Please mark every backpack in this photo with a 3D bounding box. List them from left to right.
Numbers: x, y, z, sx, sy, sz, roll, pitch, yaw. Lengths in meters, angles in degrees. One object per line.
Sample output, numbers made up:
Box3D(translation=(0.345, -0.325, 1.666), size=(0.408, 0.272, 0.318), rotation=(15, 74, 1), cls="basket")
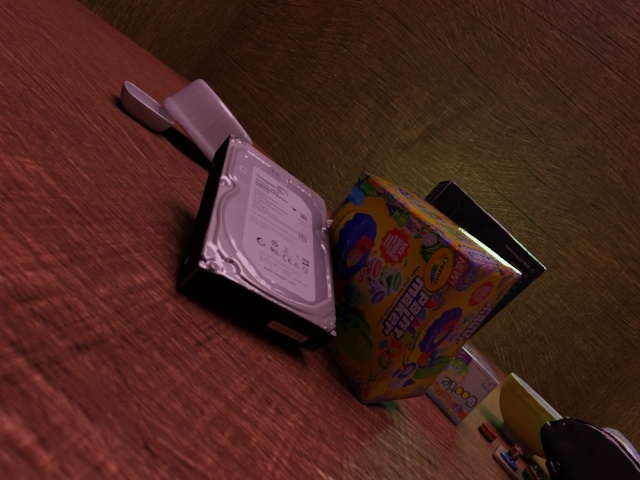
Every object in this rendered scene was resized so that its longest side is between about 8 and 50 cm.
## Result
Box3D(translation=(0.650, 0.577, 0.931), size=(0.290, 0.273, 0.356), rotation=(-108, 178, -45), cls="backpack")

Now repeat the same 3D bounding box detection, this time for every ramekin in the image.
Box3D(translation=(-0.332, -0.349, 1.251), size=(0.277, 0.135, 0.277), rotation=(50, -2, 3), cls="ramekin")

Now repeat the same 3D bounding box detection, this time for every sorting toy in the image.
Box3D(translation=(0.492, 0.555, 0.981), size=(0.274, 0.046, 0.132), rotation=(48, 10, 31), cls="sorting toy")

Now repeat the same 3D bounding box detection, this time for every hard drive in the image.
Box3D(translation=(-0.084, -0.013, 0.676), size=(0.236, 0.064, 0.339), rotation=(34, 31, -28), cls="hard drive")

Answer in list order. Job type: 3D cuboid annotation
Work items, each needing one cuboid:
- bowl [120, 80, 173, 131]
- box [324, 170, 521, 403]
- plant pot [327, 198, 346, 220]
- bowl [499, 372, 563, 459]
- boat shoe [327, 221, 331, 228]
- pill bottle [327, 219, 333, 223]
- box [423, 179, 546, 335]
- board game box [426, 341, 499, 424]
Box3D(translation=(-0.465, -0.347, 1.086), size=(0.142, 0.053, 0.142), rotation=(37, 9, -38), cls="bowl")
Box3D(translation=(0.133, 0.081, 0.750), size=(0.176, 0.290, 0.279), rotation=(13, 25, -41), cls="box")
Box3D(translation=(0.140, -0.061, 1.682), size=(0.190, 0.284, 0.284), rotation=(40, 8, -13), cls="plant pot")
Box3D(translation=(0.659, 0.577, 1.279), size=(0.289, 0.156, 0.289), rotation=(42, 7, -7), cls="bowl")
Box3D(translation=(0.004, -0.008, 1.260), size=(0.156, 0.136, 0.367), rotation=(26, 7, -30), cls="boat shoe")
Box3D(translation=(0.065, 0.018, 1.515), size=(0.112, 0.112, 0.187), rotation=(33, 13, -48), cls="pill bottle")
Box3D(translation=(0.499, 0.094, 1.638), size=(0.480, 0.472, 0.297), rotation=(44, 10, 1), cls="box")
Box3D(translation=(0.359, 0.347, 1.088), size=(0.144, 0.142, 0.275), rotation=(45, 8, 19), cls="board game box")
